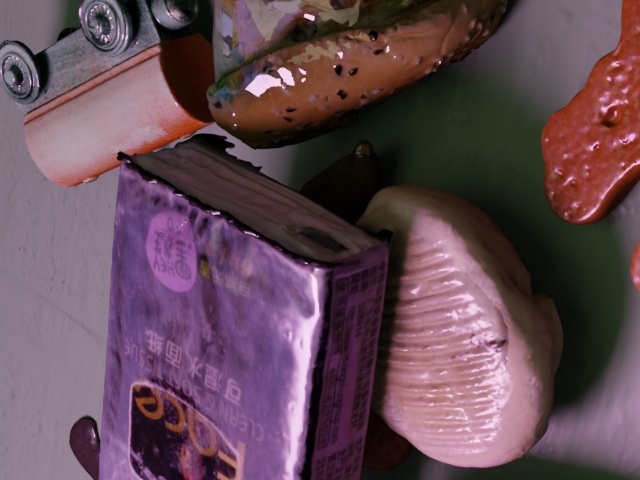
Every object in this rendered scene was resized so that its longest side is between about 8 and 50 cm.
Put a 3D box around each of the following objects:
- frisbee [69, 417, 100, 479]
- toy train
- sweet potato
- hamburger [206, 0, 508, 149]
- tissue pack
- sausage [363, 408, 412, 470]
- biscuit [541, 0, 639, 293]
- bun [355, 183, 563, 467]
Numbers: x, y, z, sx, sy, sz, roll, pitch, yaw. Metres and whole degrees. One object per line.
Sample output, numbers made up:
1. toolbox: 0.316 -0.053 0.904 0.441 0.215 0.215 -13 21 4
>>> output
1. frisbee: -0.211 0.293 1.532 0.187 0.012 0.211 -16 84 43
2. toy train: -0.210 -0.154 1.411 0.285 0.116 0.177 -19 95 42
3. sweet potato: -0.002 0.000 1.268 0.069 0.059 0.249 35 123 20
4. hamburger: 0.009 -0.187 1.151 0.288 0.192 0.168 -26 88 42
5. tissue pack: -0.070 0.120 1.182 0.259 0.122 0.361 30 123 38
6. sausage: -0.042 0.159 1.311 0.326 0.079 0.087 -1 77 43
7. biscuit: 0.287 -0.114 0.987 0.202 0.047 0.334 44 125 29
8. bun: 0.106 0.066 1.131 0.210 0.116 0.237 -26 81 50
